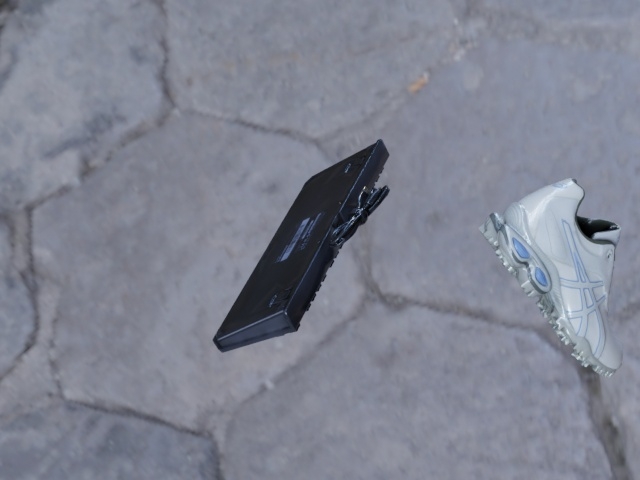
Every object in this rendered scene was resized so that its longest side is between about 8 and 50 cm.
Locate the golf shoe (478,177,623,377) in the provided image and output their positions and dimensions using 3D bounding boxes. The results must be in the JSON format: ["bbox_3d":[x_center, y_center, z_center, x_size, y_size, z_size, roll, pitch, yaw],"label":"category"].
[{"bbox_3d":[0.193,0.029,1.037,0.086,0.176,0.069,-37,36,3],"label":"golf shoe"}]

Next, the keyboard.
[{"bbox_3d":[0.000,0.000,0.957,0.108,0.023,0.180,-26,26,42],"label":"keyboard"}]
